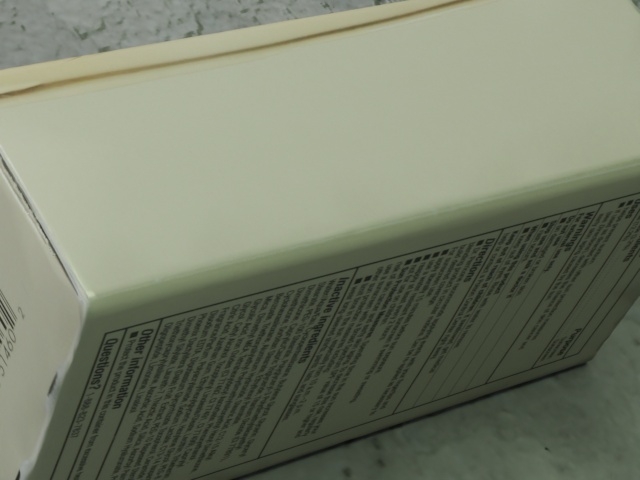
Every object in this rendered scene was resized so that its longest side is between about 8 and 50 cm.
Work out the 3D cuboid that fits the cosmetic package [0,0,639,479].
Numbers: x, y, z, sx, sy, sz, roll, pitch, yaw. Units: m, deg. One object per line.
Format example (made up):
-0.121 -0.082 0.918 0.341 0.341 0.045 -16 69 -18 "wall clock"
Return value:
0.000 0.000 0.762 0.309 0.160 0.113 -14 57 -35 "cosmetic package"
